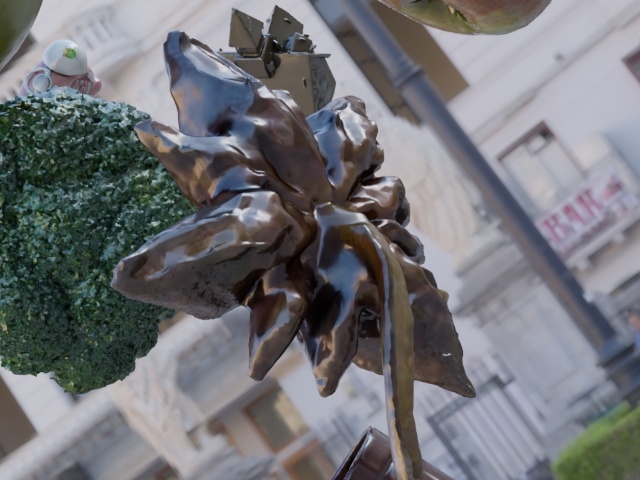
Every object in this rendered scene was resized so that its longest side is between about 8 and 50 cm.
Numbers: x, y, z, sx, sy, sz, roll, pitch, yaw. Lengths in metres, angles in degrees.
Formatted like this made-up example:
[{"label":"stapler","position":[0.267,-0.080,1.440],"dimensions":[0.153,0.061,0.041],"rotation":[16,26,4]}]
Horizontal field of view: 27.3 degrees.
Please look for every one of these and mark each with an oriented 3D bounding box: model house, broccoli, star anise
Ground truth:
[{"label":"model house","position":[-0.088,-0.295,2.029],"dimensions":[0.248,0.180,0.176],"rotation":[62,-143,-58]},{"label":"broccoli","position":[-0.221,-0.006,1.129],"dimensions":[0.241,0.262,0.269],"rotation":[-9,25,22]},{"label":"star anise","position":[-0.003,0.000,0.921],"dimensions":[0.109,0.292,0.350],"rotation":[-53,21,45]}]

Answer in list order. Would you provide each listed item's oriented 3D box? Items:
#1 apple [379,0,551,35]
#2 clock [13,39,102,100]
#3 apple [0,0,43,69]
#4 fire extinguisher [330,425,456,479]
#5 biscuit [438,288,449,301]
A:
[{"label":"apple","position":[0.203,-0.427,1.848],"dimensions":[0.309,0.277,0.250],"rotation":[20,-94,-64]},{"label":"clock","position":[-0.418,-0.226,2.035],"dimensions":[0.166,0.092,0.162],"rotation":[-58,-4,-7]},{"label":"apple","position":[-0.336,-0.231,0.978],"dimensions":[0.279,0.279,0.279],"rotation":[-34,-11,-7]},{"label":"fire extinguisher","position":[0.152,0.286,1.031],"dimensions":[0.141,0.341,0.105],"rotation":[-57,-1,-22]},{"label":"biscuit","position":[0.027,0.032,1.283],"dimensions":[0.234,0.153,0.030],"rotation":[23,-100,-66]}]
